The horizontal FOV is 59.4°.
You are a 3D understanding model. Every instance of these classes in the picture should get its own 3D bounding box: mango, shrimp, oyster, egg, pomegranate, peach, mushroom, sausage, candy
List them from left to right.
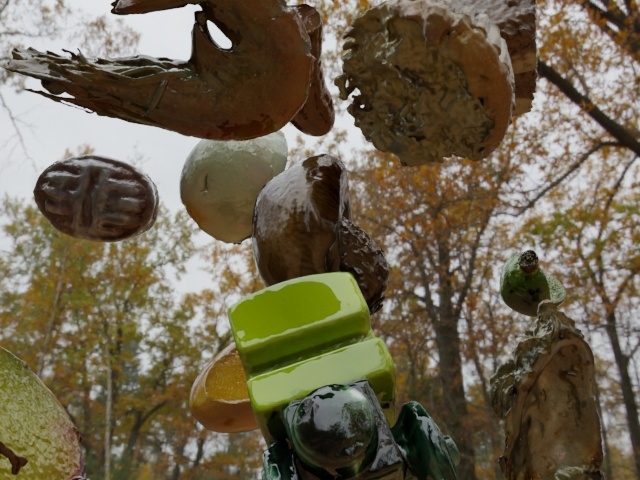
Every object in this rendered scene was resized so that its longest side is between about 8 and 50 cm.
[{"bbox_3d":[-0.566,0.334,0.829,0.310,0.335,0.405,-37,-55,-6],"label":"peach"},{"bbox_3d":[-0.548,-0.104,1.402,0.290,0.214,0.157,10,2,-1],"label":"candy"},{"bbox_3d":[-0.127,-0.149,0.468,0.249,0.068,0.150,-5,-57,-8],"label":"shrimp"},{"bbox_3d":[-0.231,-0.162,1.372,0.201,0.336,0.337,22,-35,-31],"label":"egg"},{"bbox_3d":[-0.115,0.270,1.071,0.201,0.198,0.350,16,15,28],"label":"mango"},{"bbox_3d":[-0.032,-0.282,0.994,0.109,0.108,0.270,-2,-28,9],"label":"sausage"},{"bbox_3d":[-0.009,0.009,0.883,0.195,0.283,0.263,-20,-26,-4],"label":"mushroom"},{"bbox_3d":[0.456,0.098,1.247,0.122,0.143,0.169,-37,-43,21],"label":"pomegranate"},{"bbox_3d":[0.346,0.283,0.916,0.222,0.360,0.096,-13,7,-29],"label":"oyster"}]

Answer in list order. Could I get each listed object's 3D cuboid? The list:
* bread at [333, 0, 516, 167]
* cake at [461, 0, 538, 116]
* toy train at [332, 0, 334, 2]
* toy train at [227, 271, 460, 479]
[{"bbox_3d":[0.154,-0.229,0.794,0.274,0.149,0.274,30,-27,17],"label":"bread"},{"bbox_3d":[0.344,-0.445,1.235,0.256,0.281,0.290,2,-25,16],"label":"cake"},{"bbox_3d":[0.015,-0.527,0.907,0.134,0.177,0.261,16,-13,5],"label":"toy train"},{"bbox_3d":[0.016,0.228,0.611,0.179,0.272,0.441,-17,-42,-8],"label":"toy train"}]
